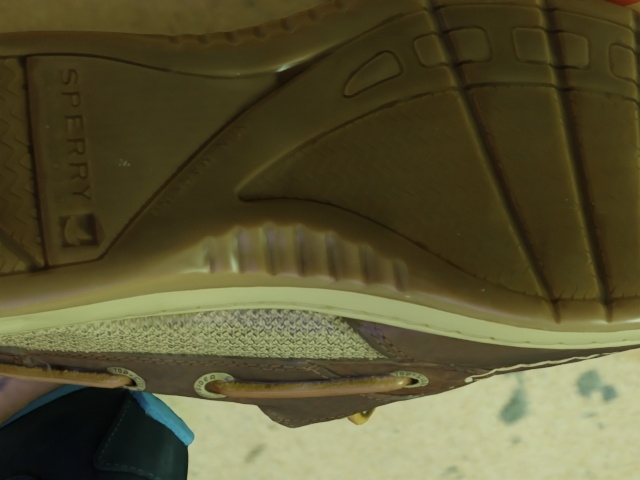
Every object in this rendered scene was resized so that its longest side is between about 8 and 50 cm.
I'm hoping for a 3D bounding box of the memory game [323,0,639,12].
[{"bbox_3d":[0.090,-0.072,0.537,0.186,0.012,0.186,0,123,0],"label":"memory game"}]

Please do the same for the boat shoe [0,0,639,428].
[{"bbox_3d":[0.000,0.000,0.526,0.342,0.123,0.123,-4,155,-9],"label":"boat shoe"}]

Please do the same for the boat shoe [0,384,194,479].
[{"bbox_3d":[-0.161,0.148,0.635,0.109,0.089,0.258,35,117,-21],"label":"boat shoe"}]
